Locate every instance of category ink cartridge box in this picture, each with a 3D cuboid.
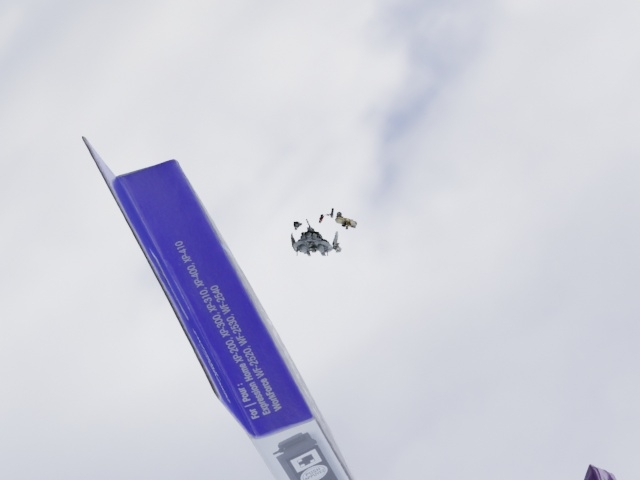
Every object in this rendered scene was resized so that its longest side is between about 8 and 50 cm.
[{"bbox_3d":[-0.049,0.055,1.107,0.045,0.208,0.206,-30,-126,-1],"label":"ink cartridge box"}]

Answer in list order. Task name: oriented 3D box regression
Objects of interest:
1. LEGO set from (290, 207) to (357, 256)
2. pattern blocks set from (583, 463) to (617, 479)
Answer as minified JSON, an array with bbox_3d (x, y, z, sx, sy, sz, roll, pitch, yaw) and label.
[{"bbox_3d":[-0.002,-0.001,1.806,0.083,0.054,0.023,121,-15,-57],"label":"LEGO set"},{"bbox_3d":[0.203,0.165,0.970,0.285,0.026,0.325,-66,-160,8],"label":"pattern blocks set"}]
